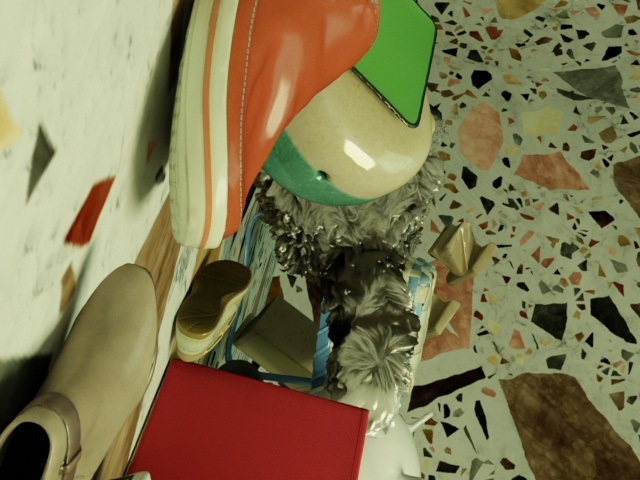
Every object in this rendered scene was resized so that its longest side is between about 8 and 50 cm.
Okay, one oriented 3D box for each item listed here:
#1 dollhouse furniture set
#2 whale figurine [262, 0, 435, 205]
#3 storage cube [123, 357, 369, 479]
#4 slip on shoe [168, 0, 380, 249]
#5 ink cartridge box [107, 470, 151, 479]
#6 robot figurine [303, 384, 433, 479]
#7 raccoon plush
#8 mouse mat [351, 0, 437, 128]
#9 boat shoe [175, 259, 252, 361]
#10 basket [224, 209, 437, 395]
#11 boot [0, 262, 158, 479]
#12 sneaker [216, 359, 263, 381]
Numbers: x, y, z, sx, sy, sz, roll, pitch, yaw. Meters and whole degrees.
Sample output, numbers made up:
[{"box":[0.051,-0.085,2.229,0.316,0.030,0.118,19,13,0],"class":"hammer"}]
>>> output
[{"box":[0.036,0.066,1.430,0.394,0.362,0.256,-53,-176,-19],"class":"dollhouse furniture set"},{"box":[0.016,-0.153,0.732,0.141,0.216,0.272,-23,-138,40],"class":"whale figurine"},{"box":[-0.079,0.252,0.731,0.184,0.193,0.215,106,-2,-47],"class":"storage cube"},{"box":[-0.015,-0.135,0.479,0.123,0.101,0.331,110,-3,-55],"class":"slip on shoe"},{"box":[-0.109,0.269,0.442,0.206,0.045,0.208,-83,158,-83],"class":"ink cartridge box"},{"box":[-0.027,0.298,0.981,0.200,0.353,0.300,56,24,-29],"class":"robot figurine"},{"box":[0.000,0.000,0.967,0.299,0.216,0.447,127,-26,-78],"class":"raccoon plush"},{"box":[0.030,-0.197,0.652,0.007,0.189,0.153,-27,-145,40],"class":"mouse mat"},{"box":[-0.103,0.063,0.742,0.135,0.050,0.045,-56,167,-60],"class":"boat shoe"},{"box":[0.013,0.106,1.165,0.201,0.288,0.255,-60,162,-78],"class":"basket"},{"box":[-0.100,0.067,0.318,0.087,0.042,0.119,60,45,-88],"class":"boot"},{"box":[-0.166,0.319,1.164,0.136,0.115,0.314,20,-81,65],"class":"sneaker"}]
